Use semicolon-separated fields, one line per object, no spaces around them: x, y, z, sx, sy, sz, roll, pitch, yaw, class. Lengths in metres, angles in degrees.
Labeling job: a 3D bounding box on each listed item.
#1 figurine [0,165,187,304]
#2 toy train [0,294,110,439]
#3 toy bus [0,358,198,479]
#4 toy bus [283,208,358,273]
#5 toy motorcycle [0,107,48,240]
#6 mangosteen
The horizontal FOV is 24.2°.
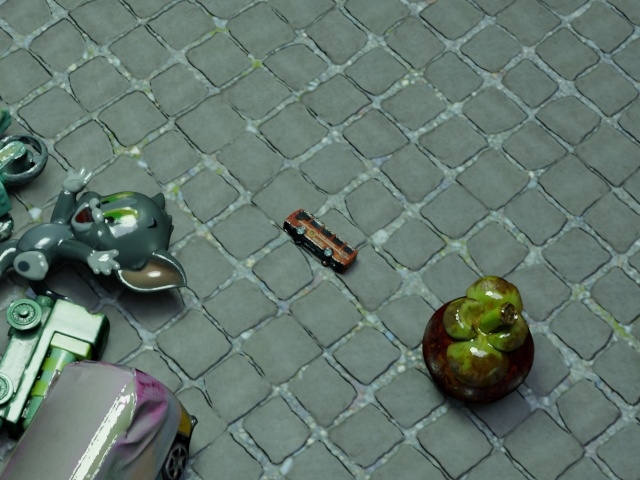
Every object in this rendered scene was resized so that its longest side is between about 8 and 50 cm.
-0.315;0.017;1.989;0.265;0.140;0.193;-29;43;-6;figurine
-0.364;0.167;1.930;0.132;0.083;0.200;17;62;1;toy train
-0.295;0.315;1.785;0.171;0.162;0.386;11;57;24;toy bus
0.000;0.000;2.083;0.110;0.031;0.043;39;62;14;toy bus
-0.519;-0.068;2.044;0.296;0.109;0.198;-38;60;-20;toy motorcycle
0.201;0.129;1.946;0.146;0.181;0.155;-13;64;10;mangosteen
